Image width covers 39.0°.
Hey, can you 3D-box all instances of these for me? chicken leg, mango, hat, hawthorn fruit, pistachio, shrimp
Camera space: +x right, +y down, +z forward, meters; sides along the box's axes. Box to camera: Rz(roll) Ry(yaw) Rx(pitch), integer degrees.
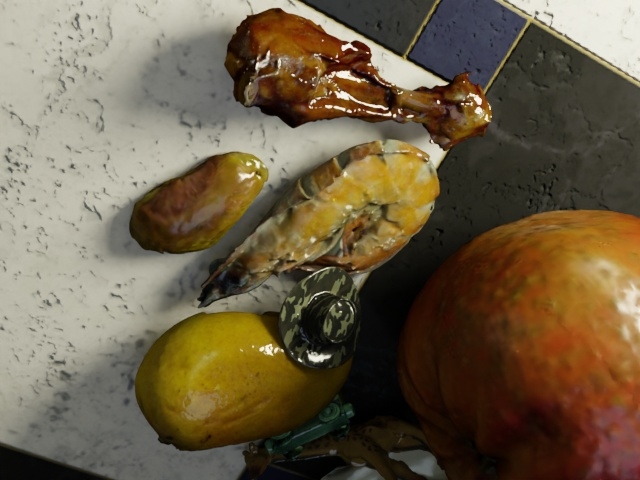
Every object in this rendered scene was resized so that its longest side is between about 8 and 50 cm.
[{"bbox_3d":[0.043,-0.158,0.960,0.304,0.093,0.113,13,95,-21],"label":"chicken leg"},{"bbox_3d":[-0.086,0.159,1.070,0.262,0.130,0.167,-6,105,-17],"label":"mango"},{"bbox_3d":[0.012,0.088,1.029,0.121,0.050,0.121,2,85,-30],"label":"hat"},{"bbox_3d":[0.303,0.137,0.999,0.402,0.403,0.403,-4,117,-8],"label":"hawthorn fruit"},{"bbox_3d":[-0.133,-0.033,1.011,0.173,0.049,0.089,-29,118,6],"label":"pistachio"},{"bbox_3d":[0.000,0.000,1.047,0.317,0.062,0.164,-34,124,9],"label":"shrimp"}]

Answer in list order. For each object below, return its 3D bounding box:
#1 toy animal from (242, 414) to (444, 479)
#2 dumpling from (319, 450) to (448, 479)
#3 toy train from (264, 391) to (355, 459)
[{"bbox_3d":[0.039,0.273,1.160,0.275,0.149,0.054,7,128,21],"label":"toy animal"},{"bbox_3d":[0.147,0.400,1.218,0.341,0.181,0.260,24,85,14],"label":"dumpling"},{"bbox_3d":[-0.017,0.224,1.140,0.122,0.081,0.050,-24,126,4],"label":"toy train"}]
